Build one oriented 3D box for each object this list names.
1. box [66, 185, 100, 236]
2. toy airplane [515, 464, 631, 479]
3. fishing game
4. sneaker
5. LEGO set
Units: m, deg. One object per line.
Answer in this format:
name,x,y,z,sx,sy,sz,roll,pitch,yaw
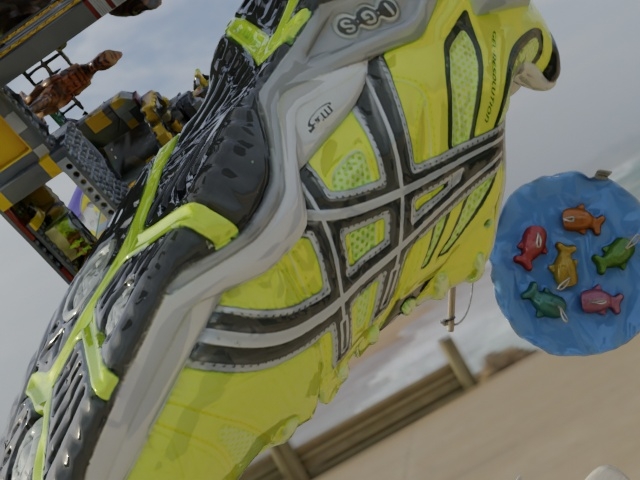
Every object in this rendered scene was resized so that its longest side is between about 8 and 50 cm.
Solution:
box,-0.133,-0.015,1.010,0.105,0.179,0.043,-62,-16,20
toy airplane,0.151,0.436,1.135,0.384,0.386,0.272,-17,-27,30
fishing game,0.255,0.020,1.130,0.264,0.189,0.041,8,-7,-4
sneaker,0.000,0.000,0.482,0.145,0.147,0.384,-16,41,61
LEGO set,-0.124,-0.131,0.671,0.192,0.331,0.255,-32,20,13
